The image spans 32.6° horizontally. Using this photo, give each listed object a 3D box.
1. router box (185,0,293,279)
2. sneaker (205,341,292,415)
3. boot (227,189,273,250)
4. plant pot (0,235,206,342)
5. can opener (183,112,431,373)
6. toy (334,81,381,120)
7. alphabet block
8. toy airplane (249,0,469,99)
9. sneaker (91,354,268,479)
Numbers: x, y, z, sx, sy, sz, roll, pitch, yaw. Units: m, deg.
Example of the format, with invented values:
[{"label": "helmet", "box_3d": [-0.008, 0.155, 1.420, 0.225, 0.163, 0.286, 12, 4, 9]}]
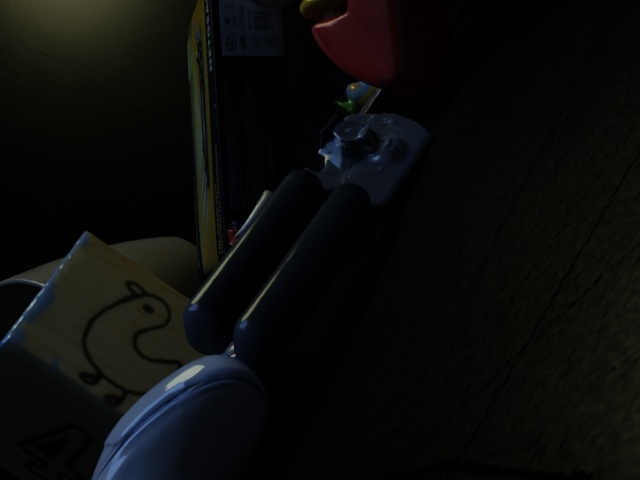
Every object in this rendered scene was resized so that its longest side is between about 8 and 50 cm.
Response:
[{"label": "router box", "box_3d": [-0.095, -0.118, 1.228, 0.243, 0.081, 0.309, 150, 117, -75]}, {"label": "sneaker", "box_3d": [-0.083, 0.131, 0.761, 0.178, 0.072, 0.077, -58, 14, 7]}, {"label": "boot", "box_3d": [-0.061, 0.032, 0.989, 0.158, 0.084, 0.059, -58, 10, -5]}, {"label": "plant pot", "box_3d": [-0.267, 0.107, 1.458, 0.256, 0.256, 0.274, -49, -6, 40]}, {"label": "can opener", "box_3d": [0.000, 0.000, 0.804, 0.283, 0.076, 0.095, -55, -27, -41]}, {"label": "toy", "box_3d": [0.095, -0.252, 1.342, 0.237, 0.056, 0.137, -55, 9, -2]}, {"label": "alphabet block", "box_3d": [-0.238, 0.149, 1.150, 0.193, 0.197, 0.192, -49, 11, 41]}, {"label": "toy airplane", "box_3d": [0.004, -0.337, 1.031, 0.272, 0.386, 0.384, -33, 19, 38]}, {"label": "sneaker", "box_3d": [-0.109, 0.191, 0.667, 0.258, 0.094, 0.091, -56, 31, 2]}]
